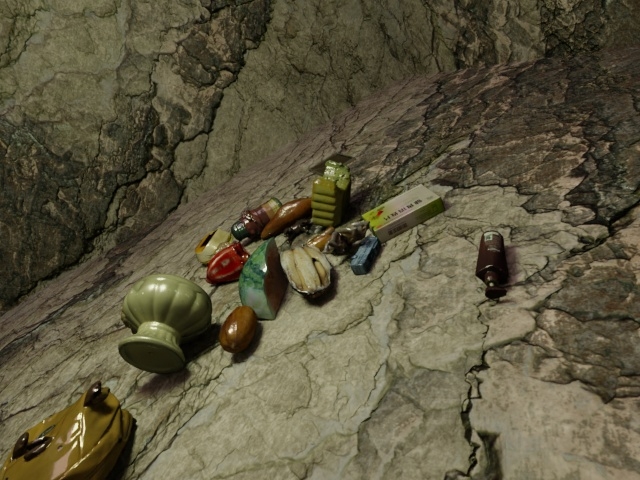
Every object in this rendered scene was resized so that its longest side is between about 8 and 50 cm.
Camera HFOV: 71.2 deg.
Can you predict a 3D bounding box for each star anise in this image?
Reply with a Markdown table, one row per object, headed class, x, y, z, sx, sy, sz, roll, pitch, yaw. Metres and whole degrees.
| class | x | y | z | sx | sy | sz | roll | pitch | yaw |
| --- | --- | --- | --- | --- | --- | --- | --- | --- | --- |
| star anise | 0.096 | -0.011 | 1.579 | 0.197 | 0.073 | 0.212 | -35 | -7 | 10 |

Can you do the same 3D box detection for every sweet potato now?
| class | x | y | z | sx | sy | sz | roll | pitch | yaw |
| --- | --- | --- | --- | --- | --- | --- | --- | --- | --- |
| sweet potato | -0.139 | -0.123 | 2.069 | 0.359 | 0.112 | 0.112 | -30 | 24 | 2 |

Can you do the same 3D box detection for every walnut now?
| class | x | y | z | sx | sy | sz | roll | pitch | yaw |
| --- | --- | --- | --- | --- | --- | --- | --- | --- | --- |
| walnut | -0.257 | 0.274 | 1.416 | 0.115 | 0.116 | 0.207 | -21 | 25 | 16 |

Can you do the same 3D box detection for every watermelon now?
| class | x | y | z | sx | sy | sz | roll | pitch | yaw |
| --- | --- | --- | --- | --- | --- | --- | --- | --- | --- |
| watermelon | -0.204 | 0.150 | 1.564 | 0.176 | 0.256 | 0.260 | 20 | 23 | -1 |

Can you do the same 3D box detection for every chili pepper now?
| class | x | y | z | sx | sy | sz | roll | pitch | yaw |
| --- | --- | --- | --- | --- | --- | --- | --- | --- | --- |
| chili pepper | -0.397 | 0.109 | 1.861 | 0.252 | 0.144 | 0.136 | -25 | 61 | 22 |

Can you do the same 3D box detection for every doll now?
| class | x | y | z | sx | sy | sz | roll | pitch | yaw |
| --- | --- | --- | --- | --- | --- | --- | --- | --- | --- |
| doll | -0.102 | -0.055 | 1.976 | 0.139 | 0.057 | 0.165 | -30 | 15 | 0 |
| doll | -0.422 | 0.058 | 2.028 | 0.115 | 0.105 | 0.221 | -31 | 25 | 10 |

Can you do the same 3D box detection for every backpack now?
| class | x | y | z | sx | sy | sz | roll | pitch | yaw |
| --- | --- | --- | --- | --- | --- | --- | --- | --- | --- |
| backpack | -0.670 | 0.564 | 1.170 | 0.353 | 0.201 | 0.378 | -35 | 21 | -5 |

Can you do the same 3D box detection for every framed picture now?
| class | x | y | z | sx | sy | sz | roll | pitch | yaw |
| --- | --- | --- | --- | --- | --- | --- | --- | --- | --- |
| framed picture | 0.063 | -0.447 | 2.629 | 0.213 | 0.016 | 0.289 | -33 | 24 | -9 |

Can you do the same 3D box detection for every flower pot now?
| class | x | y | z | sx | sy | sz | roll | pitch | yaw |
| --- | --- | --- | --- | --- | --- | --- | --- | --- | --- |
| flower pot | -0.527 | 0.286 | 1.485 | 0.307 | 0.307 | 0.244 | -18 | 40 | 23 |

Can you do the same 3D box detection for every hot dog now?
| class | x | y | z | sx | sy | sz | roll | pitch | yaw |
| --- | --- | --- | --- | --- | --- | --- | --- | --- | --- |
| hot dog | 0.000 | 0.001 | 1.746 | 0.140 | 0.060 | 0.090 | -23 | 28 | 2 |

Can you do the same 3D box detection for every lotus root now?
| class | x | y | z | sx | sy | sz | roll | pitch | yaw |
| --- | --- | --- | --- | --- | --- | --- | --- | --- | --- |
| lotus root | -0.042 | 0.117 | 1.537 | 0.167 | 0.078 | 0.329 | -14 | 27 | -5 |

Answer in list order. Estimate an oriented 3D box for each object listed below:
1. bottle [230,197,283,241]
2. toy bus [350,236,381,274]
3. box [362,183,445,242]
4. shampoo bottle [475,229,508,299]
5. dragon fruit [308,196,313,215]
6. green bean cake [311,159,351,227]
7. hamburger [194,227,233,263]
| class | x | y | z | sx | sy | sz | roll | pitch | yaw |
| --- | --- | --- | --- | --- | --- | --- | --- | --- | --- |
| bottle | -0.300 | -0.095 | 2.143 | 0.271 | 0.156 | 0.143 | -31 | 28 | -18 |
| toy bus | 0.153 | 0.049 | 1.502 | 0.065 | 0.047 | 0.166 | -7 | 32 | 35 |
| box | 0.296 | -0.101 | 1.628 | 0.260 | 0.062 | 0.175 | -27 | 24 | 1 |
| shampoo bottle | 0.441 | 0.062 | 1.143 | 0.068 | 0.067 | 0.236 | -35 | 17 | 37 |
| dragon fruit | -0.055 | -0.164 | 2.129 | 0.131 | 0.063 | 0.097 | -12 | 28 | 33 |
| green bean cake | 0.050 | -0.196 | 1.885 | 0.124 | 0.233 | 0.236 | 11 | 35 | 13 |
| hamburger | -0.519 | 0.031 | 2.190 | 0.173 | 0.116 | 0.210 | -24 | 27 | 29 |
